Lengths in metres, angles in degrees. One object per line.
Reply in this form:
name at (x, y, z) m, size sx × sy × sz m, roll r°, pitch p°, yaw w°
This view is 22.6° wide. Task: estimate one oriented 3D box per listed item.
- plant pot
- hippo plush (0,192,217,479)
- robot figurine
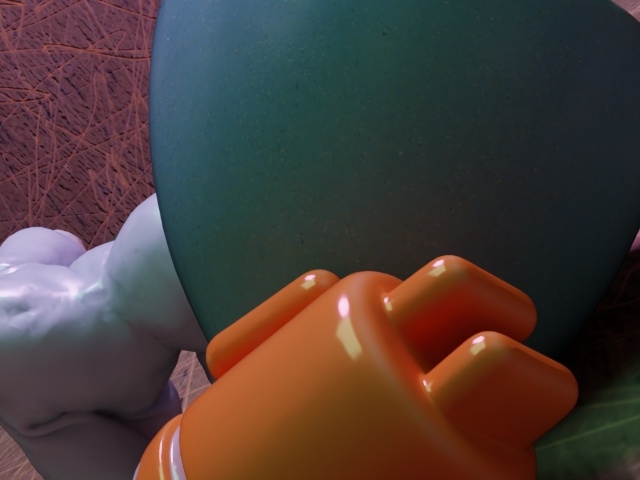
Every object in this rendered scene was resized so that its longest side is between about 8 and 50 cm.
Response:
plant pot at (0.035, -0.005, 0.862) m, size 0.290 × 0.290 × 0.195 m, roll -21°, pitch 53°, yaw 56°
hippo plush at (-0.121, 0.032, 1.090) m, size 0.236 × 0.294 × 0.234 m, roll -31°, pitch 32°, yaw 15°
robot figurine at (0.006, 0.101, 0.706) m, size 0.219 × 0.158 × 0.128 m, roll -40°, pitch 0°, yaw 20°
